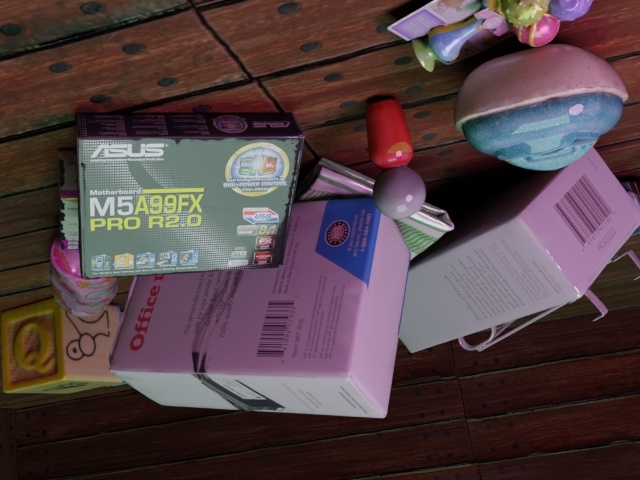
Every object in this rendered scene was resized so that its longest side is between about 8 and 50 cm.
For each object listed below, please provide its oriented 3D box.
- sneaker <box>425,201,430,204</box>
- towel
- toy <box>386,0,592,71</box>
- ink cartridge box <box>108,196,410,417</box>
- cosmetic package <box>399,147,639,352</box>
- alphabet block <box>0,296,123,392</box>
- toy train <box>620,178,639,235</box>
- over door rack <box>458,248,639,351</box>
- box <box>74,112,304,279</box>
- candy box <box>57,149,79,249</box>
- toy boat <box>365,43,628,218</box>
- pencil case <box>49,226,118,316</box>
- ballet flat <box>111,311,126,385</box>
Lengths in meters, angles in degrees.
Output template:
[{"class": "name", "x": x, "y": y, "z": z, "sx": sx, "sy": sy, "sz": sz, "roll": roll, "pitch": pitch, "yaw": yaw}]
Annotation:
[{"class": "sneaker", "x": 0.098, "y": 0.003, "z": 1.529, "sx": 0.286, "sy": 0.109, "sz": 0.130, "roll": -34, "pitch": -170, "yaw": 30}, {"class": "towel", "x": 0.040, "y": -0.005, "z": 1.338, "sx": 0.248, "sy": 0.038, "sz": 0.325, "roll": 21, "pitch": 148, "yaw": -15}, {"class": "toy", "x": 0.202, "y": -0.226, "z": 0.814, "sx": 0.237, "sy": 0.056, "sz": 0.137, "roll": -18, "pitch": 163, "yaw": 33}, {"class": "ink cartridge box", "x": -0.087, "y": 0.102, "z": 1.246, "sx": 0.395, "sy": 0.285, "sz": 0.166, "roll": -2, "pitch": 148, "yaw": 25}, {"class": "cosmetic package", "x": 0.297, "y": 0.030, "z": 1.416, "sx": 0.230, "sy": 0.161, "sz": 0.453, "roll": -40, "pitch": -176, "yaw": -32}, {"class": "alphabet block", "x": -0.587, "y": 0.244, "z": 1.866, "sx": 0.193, "sy": 0.192, "sz": 0.197, "roll": -17, "pitch": 162, "yaw": 24}, {"class": "toy train", "x": 0.483, "y": -0.024, "z": 1.559, "sx": 0.190, "sy": 0.142, "sz": 0.334, "roll": -8, "pitch": 168, "yaw": -38}, {"class": "over door rack", "x": 0.447, "y": 0.103, "z": 1.622, "sx": 0.324, "sy": 0.108, "sz": 0.239, "roll": -26, "pitch": -178, "yaw": 45}, {"class": "box", "x": -0.169, "y": -0.056, "z": 1.036, "sx": 0.270, "sy": 0.060, "sz": 0.216, "roll": -3, "pitch": 131, "yaw": -18}, {"class": "candy box", "x": -0.289, "y": -0.053, "z": 1.160, "sx": 0.159, "sy": 0.071, "sz": 0.233, "roll": -3, "pitch": 163, "yaw": -18}, {"class": "toy boat", "x": 0.202, "y": -0.123, "z": 0.972, "sx": 0.318, "sy": 0.148, "sz": 0.267, "roll": -11, "pitch": 178, "yaw": 28}, {"class": "pencil case", "x": -0.397, "y": 0.046, "z": 1.388, "sx": 0.124, "sy": 0.124, "sz": 0.284, "roll": -3, "pitch": 163, "yaw": -18}, {"class": "ballet flat", "x": -0.399, "y": 0.223, "z": 2.014, "sx": 0.482, "sy": 0.164, "sz": 0.182, "roll": -19, "pitch": 140, "yaw": 19}]
